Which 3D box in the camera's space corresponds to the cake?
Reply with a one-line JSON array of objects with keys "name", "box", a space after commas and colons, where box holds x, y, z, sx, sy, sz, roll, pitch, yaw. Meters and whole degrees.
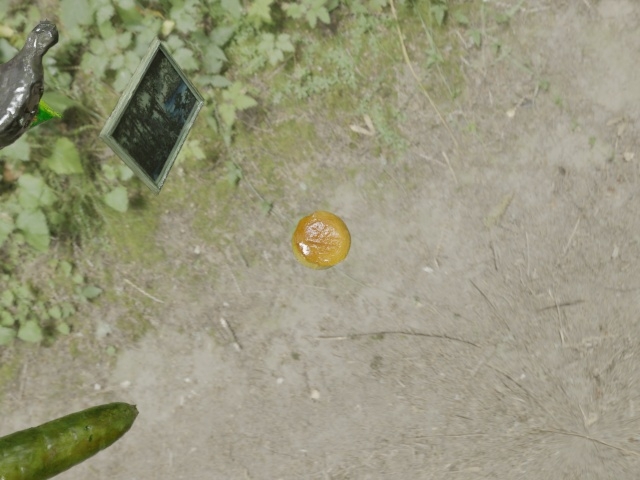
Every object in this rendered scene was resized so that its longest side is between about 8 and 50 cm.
[{"name": "cake", "box": [0.000, 0.000, 1.026, 0.084, 0.044, 0.084, 4, 72, -13]}]

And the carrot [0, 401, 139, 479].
[{"name": "carrot", "box": [-0.342, 0.239, 0.726, 0.074, 0.359, 0.074, 24, 124, 42]}]

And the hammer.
[{"name": "hammer", "box": [-0.329, -0.142, 0.531, 0.297, 0.027, 0.125, 21, 82, 15]}]

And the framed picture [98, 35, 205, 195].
[{"name": "framed picture", "box": [-0.233, -0.177, 1.044, 0.011, 0.142, 0.183, 6, 61, 29]}]

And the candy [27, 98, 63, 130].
[{"name": "candy", "box": [-0.552, -0.213, 1.269, 0.178, 0.102, 0.032, -20, 62, 20]}]
